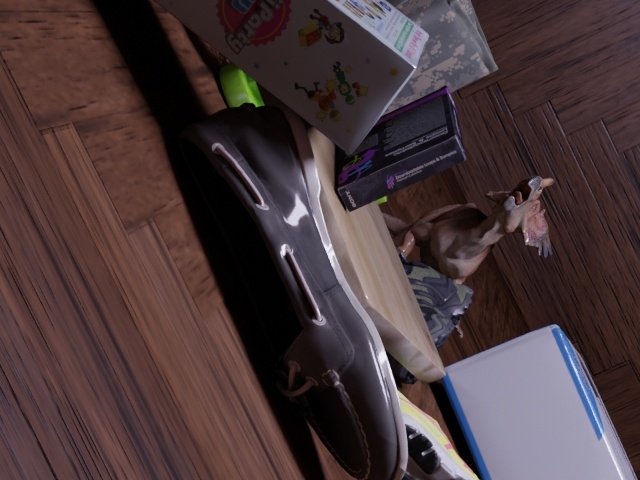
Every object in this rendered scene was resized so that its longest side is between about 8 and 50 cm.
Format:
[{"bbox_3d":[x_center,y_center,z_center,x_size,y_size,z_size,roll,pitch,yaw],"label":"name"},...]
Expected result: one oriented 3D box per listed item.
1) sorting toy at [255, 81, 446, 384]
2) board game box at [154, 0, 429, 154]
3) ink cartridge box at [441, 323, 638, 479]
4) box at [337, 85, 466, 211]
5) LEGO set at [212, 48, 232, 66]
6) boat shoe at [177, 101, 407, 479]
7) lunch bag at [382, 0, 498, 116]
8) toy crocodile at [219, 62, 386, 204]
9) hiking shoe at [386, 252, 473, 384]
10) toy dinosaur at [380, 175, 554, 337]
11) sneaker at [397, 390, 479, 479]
[{"bbox_3d":[0.000,0.000,1.642,0.257,0.089,0.255,69,11,24],"label":"sorting toy"},{"bbox_3d":[-0.057,-0.217,1.511,0.303,0.097,0.224,37,14,-3],"label":"board game box"},{"bbox_3d":[0.306,0.285,2.311,0.395,0.166,0.285,37,31,-75],"label":"ink cartridge box"},{"bbox_3d":[0.072,-0.085,1.622,0.029,0.116,0.162,63,10,-17],"label":"box"},{"bbox_3d":[-0.090,-0.180,1.847,0.083,0.023,0.054,31,30,-50],"label":"LEGO set"},{"bbox_3d":[-0.028,0.047,1.431,0.112,0.095,0.335,-50,-125,61],"label":"boat shoe"},{"bbox_3d":[0.093,-0.314,2.516,0.169,0.235,0.287,53,14,-38],"label":"lunch bag"},{"bbox_3d":[-0.013,-0.140,1.837,0.340,0.115,0.105,54,19,-48],"label":"toy crocodile"},{"bbox_3d":[0.092,0.084,2.005,0.114,0.086,0.227,34,22,5],"label":"hiking shoe"},{"bbox_3d":[0.179,-0.007,2.201,0.127,0.200,0.296,54,-10,-20],"label":"toy dinosaur"},{"bbox_3d":[0.101,0.211,1.674,0.208,0.081,0.094,57,10,-34],"label":"sneaker"}]
